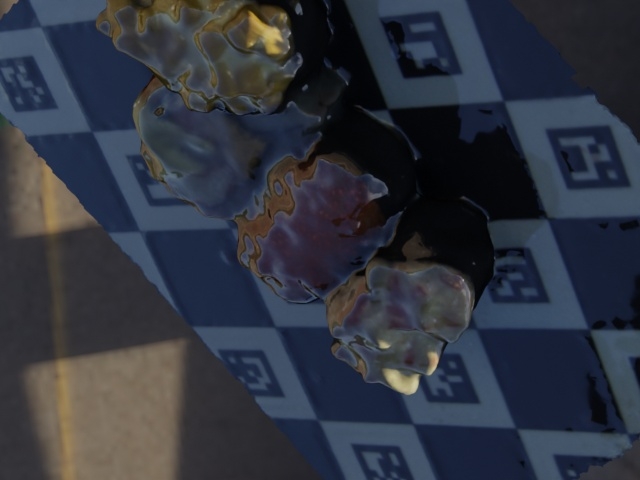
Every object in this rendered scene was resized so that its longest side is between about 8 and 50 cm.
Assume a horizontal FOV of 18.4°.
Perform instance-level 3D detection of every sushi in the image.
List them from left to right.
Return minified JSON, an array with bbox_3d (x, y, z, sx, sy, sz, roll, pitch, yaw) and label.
[{"bbox_3d":[0.000,0.000,0.737,0.264,0.290,0.050,-34,-169,48],"label":"sushi"}]
